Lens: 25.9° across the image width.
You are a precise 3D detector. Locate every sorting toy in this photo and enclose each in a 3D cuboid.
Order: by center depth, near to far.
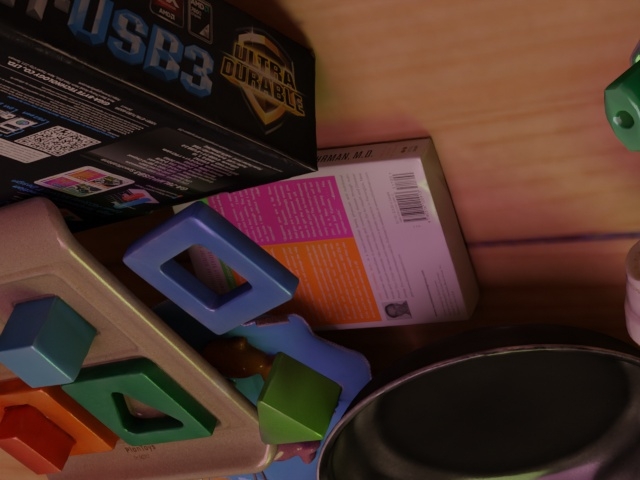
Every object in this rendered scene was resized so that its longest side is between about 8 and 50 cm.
[{"bbox_3d":[-0.146,0.073,0.724,0.347,0.047,0.196,-13,130,37],"label":"sorting toy"}]

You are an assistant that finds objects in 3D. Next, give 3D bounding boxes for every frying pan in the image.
[{"bbox_3d":[0.136,0.134,0.747,0.197,0.053,0.326,-30,134,26],"label":"frying pan"}]

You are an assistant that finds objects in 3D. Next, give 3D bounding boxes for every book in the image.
[{"bbox_3d":[0.000,0.000,0.714,0.144,0.035,0.096,-4,123,27],"label":"book"}]

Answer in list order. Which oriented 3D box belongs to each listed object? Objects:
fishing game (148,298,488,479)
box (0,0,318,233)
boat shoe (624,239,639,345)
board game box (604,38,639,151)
[{"bbox_3d":[-0.048,0.097,0.772,0.264,0.041,0.189,12,141,2],"label":"fishing game"},{"bbox_3d":[-0.201,-0.064,0.613,0.293,0.073,0.295,-12,161,33],"label":"box"},{"bbox_3d":[0.237,-0.034,0.535,0.277,0.098,0.096,-21,117,26],"label":"boat shoe"},{"bbox_3d":[0.283,-0.053,0.322,0.390,0.050,0.390,41,143,19],"label":"board game box"}]
